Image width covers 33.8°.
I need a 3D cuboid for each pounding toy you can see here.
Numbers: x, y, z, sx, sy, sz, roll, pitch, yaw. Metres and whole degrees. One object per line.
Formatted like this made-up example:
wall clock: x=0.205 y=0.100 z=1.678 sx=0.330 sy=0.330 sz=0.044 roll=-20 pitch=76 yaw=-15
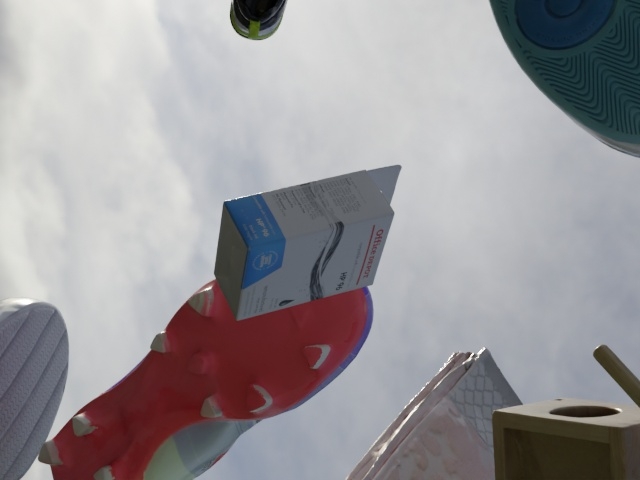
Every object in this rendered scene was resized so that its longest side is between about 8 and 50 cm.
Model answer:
pounding toy: x=0.228 y=0.160 z=0.750 sx=0.206 sy=0.094 sz=0.181 roll=-4 pitch=-91 yaw=55

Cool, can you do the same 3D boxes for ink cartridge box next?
ink cartridge box: x=0.000 y=0.000 z=0.446 sx=0.028 sy=0.083 sz=0.048 roll=59 pitch=-28 yaw=33

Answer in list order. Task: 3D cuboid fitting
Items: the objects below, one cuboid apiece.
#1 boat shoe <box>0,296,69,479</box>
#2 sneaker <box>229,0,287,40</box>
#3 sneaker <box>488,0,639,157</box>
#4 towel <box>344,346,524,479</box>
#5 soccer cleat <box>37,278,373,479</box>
boat shoe: x=-0.282 y=0.139 z=0.680 sx=0.119 sy=0.335 sz=0.121 roll=2 pitch=-62 yaw=18
sneaker: x=-0.057 y=-0.349 z=1.240 sx=0.097 sy=0.084 sz=0.235 roll=172 pitch=-76 yaw=-83
sneaker: x=0.169 y=-0.157 z=0.611 sx=0.127 sy=0.208 sz=0.319 roll=-29 pitch=-122 yaw=21
towel: x=0.165 y=0.289 z=0.920 sx=0.053 sy=0.317 sz=0.332 roll=-33 pitch=-87 yaw=36
soccer cleat: x=-0.059 y=0.084 z=0.601 sx=0.248 sy=0.095 sz=0.083 roll=-39 pitch=-108 yaw=27
